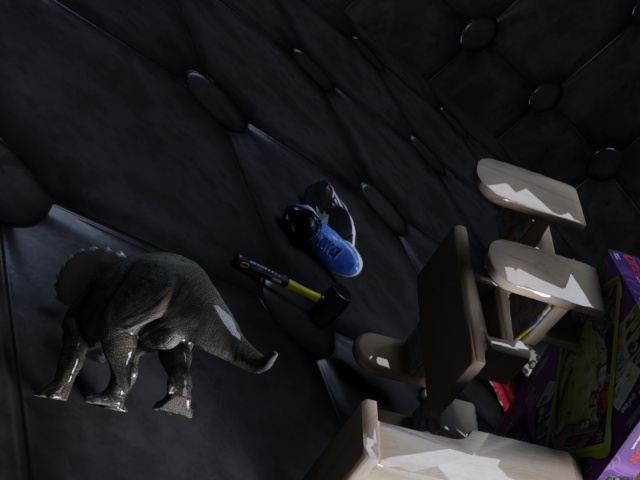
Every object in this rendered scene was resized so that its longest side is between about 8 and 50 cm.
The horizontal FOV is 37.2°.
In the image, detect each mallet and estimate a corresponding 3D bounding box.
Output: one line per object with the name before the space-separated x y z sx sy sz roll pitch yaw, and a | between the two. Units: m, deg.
mallet | -0.047 0.070 1.346 0.189 0.062 0.039 21 29 -25

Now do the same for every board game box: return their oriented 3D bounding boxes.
board game box | 0.286 0.206 1.068 0.056 0.347 0.208 13 32 -18

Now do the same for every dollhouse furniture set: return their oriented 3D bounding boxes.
dollhouse furniture set | 0.126 0.150 1.113 0.256 0.362 0.394 16 44 -16

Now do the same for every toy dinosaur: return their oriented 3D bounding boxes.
toy dinosaur | -0.163 0.070 0.843 0.121 0.313 0.160 19 72 -37

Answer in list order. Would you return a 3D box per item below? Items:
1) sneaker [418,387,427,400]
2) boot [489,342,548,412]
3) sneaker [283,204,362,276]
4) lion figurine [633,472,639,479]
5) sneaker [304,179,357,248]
sneaker | 0.178 0.236 1.501 0.035 0.031 0.083 49 20 1
boot | 0.494 0.287 1.724 0.284 0.138 0.377 -12 53 -27
sneaker | -0.001 0.001 1.516 0.152 0.058 0.084 49 14 13
lion figurine | 0.361 0.382 1.199 0.240 0.392 0.142 38 -19 57
sneaker | 0.033 -0.025 1.630 0.077 0.072 0.178 44 23 -44
